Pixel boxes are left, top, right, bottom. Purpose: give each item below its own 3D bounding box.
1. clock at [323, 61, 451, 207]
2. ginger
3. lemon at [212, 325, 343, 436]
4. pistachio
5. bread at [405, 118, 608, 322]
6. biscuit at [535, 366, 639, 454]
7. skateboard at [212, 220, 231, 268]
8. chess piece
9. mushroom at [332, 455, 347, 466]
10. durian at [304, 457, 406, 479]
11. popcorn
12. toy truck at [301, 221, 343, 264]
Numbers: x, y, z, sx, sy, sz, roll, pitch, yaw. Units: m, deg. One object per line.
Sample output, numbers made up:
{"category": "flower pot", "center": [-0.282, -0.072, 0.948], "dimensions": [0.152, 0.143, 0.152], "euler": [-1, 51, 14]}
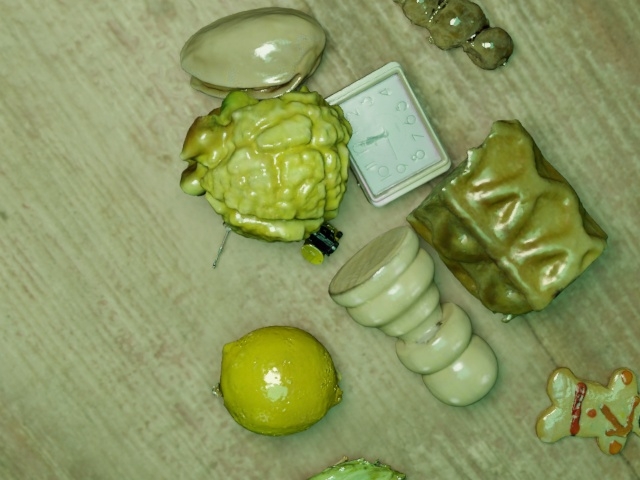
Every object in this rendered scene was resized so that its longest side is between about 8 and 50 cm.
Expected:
{"category": "clock", "center": [0.099, -0.165, 1.317], "dimensions": [0.147, 0.071, 0.192], "euler": [-28, 99, 3]}
{"category": "ginger", "center": [0.210, -0.339, 1.289], "dimensions": [0.204, 0.080, 0.104], "euler": [43, 90, -5]}
{"category": "lemon", "center": [-0.063, 0.222, 1.322], "dimensions": [0.206, 0.173, 0.174], "euler": [9, 98, -11]}
{"category": "pistachio", "center": [-0.099, -0.280, 1.271], "dimensions": [0.223, 0.126, 0.152], "euler": [-14, 65, 5]}
{"category": "bread", "center": [0.279, -0.025, 1.281], "dimensions": [0.252, 0.238, 0.196], "euler": [42, 58, -2]}
{"category": "biscuit", "center": [0.490, 0.289, 1.419], "dimensions": [0.234, 0.030, 0.153], "euler": [10, 100, -3]}
{"category": "skateboard", "center": [-0.143, 0.012, 1.361], "dimensions": [0.063, 0.032, 0.083], "euler": [24, 95, -15]}
{"category": "chess piece", "center": [0.168, 0.135, 1.335], "dimensions": [0.167, 0.167, 0.300], "euler": [-41, 104, 5]}
{"category": "mushroom", "center": [-0.057, 0.468, 1.437], "dimensions": [0.286, 0.028, 0.026], "euler": [-41, 55, 4]}
{"category": "durian", "center": [-0.010, 0.519, 1.411], "dimensions": [0.394, 0.163, 0.198], "euler": [-40, 67, -1]}
{"category": "popcorn", "center": [-0.075, -0.108, 1.219], "dimensions": [0.257, 0.270, 0.224], "euler": [0, 80, 30]}
{"category": "toy truck", "center": [0.000, 0.000, 1.335], "dimensions": [0.049, 0.083, 0.054], "euler": [38, 111, -7]}
